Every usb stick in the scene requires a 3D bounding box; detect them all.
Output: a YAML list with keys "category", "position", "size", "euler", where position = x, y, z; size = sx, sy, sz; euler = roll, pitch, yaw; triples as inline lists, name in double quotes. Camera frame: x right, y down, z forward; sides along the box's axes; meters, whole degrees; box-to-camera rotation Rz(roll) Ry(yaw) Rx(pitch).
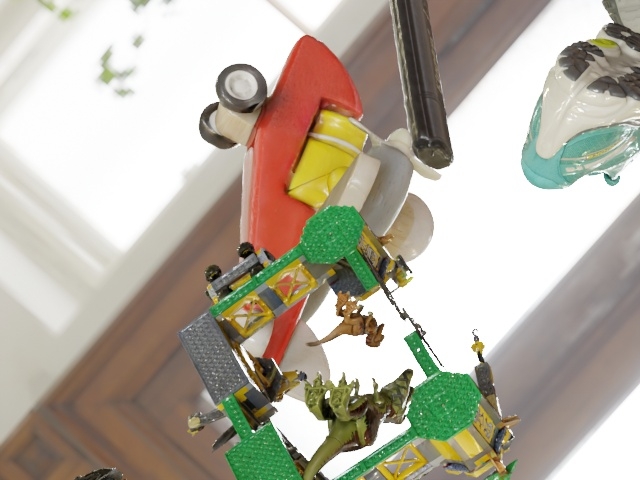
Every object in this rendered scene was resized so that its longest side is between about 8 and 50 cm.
- category: "usb stick"
  position: [0.129, -0.215, 2.171]
  size: [0.077, 0.045, 0.278]
  euler: [40, -145, -49]

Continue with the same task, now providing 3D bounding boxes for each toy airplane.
- category: "toy airplane"
  position: [0.000, 0.000, 1.921]
  size: [0.272, 0.384, 0.386]
  euler: [4, -154, -13]

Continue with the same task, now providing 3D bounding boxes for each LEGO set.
- category: "LEGO set"
  position: [0.033, 0.151, 1.433]
  size: [0.331, 0.255, 0.192]
  euler: [47, 177, 43]

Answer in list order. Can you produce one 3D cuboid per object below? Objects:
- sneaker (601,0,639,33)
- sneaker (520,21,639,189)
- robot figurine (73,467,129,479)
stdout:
- category: "sneaker"
  position: [0.350, -0.312, 1.584]
  size: [0.111, 0.297, 0.129]
  euler: [4, 155, 43]
- category: "sneaker"
  position: [0.232, -0.103, 1.334]
  size: [0.107, 0.110, 0.275]
  euler: [37, -153, 22]
- category: "robot figurine"
  position: [-0.272, 0.291, 1.474]
  size: [0.211, 0.291, 0.085]
  euler: [-64, -38, -46]
